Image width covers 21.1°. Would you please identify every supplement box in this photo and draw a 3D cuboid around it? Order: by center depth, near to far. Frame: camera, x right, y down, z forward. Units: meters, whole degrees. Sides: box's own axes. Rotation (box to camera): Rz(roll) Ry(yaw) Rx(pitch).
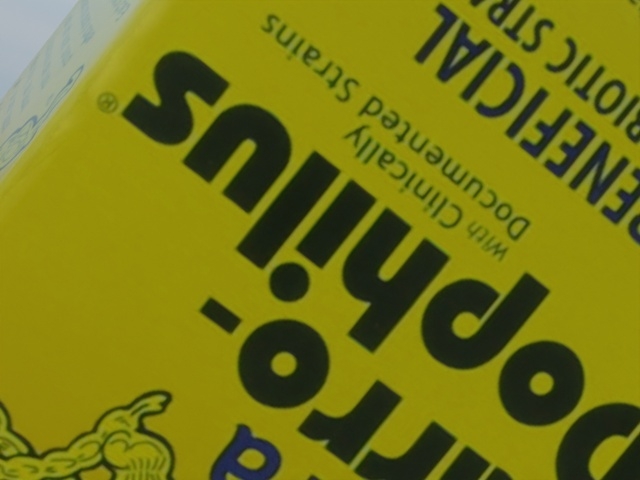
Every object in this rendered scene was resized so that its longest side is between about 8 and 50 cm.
[{"bbox_3d":[0.000,0.000,0.522,0.194,0.356,0.195,37,5,-14],"label":"supplement box"}]
